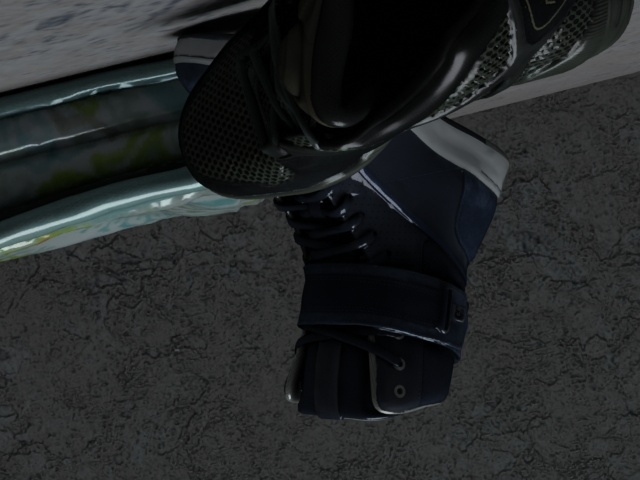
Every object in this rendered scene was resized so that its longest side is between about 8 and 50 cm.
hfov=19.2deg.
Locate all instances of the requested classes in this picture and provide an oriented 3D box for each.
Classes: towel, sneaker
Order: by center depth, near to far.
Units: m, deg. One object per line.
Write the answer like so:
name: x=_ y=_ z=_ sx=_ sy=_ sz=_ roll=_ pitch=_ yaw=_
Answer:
sneaker: x=-0.002 y=-0.069 z=0.740 sx=0.227 sy=0.087 sz=0.130 roll=-18 pitch=176 yaw=44
sneaker: x=0.002 y=0.000 z=0.932 sx=0.086 sy=0.163 sz=0.226 roll=5 pitch=165 yaw=46
towel: x=-0.205 y=-0.020 z=1.097 sx=0.374 sy=0.090 sz=0.320 roll=-14 pitch=180 yaw=-3
